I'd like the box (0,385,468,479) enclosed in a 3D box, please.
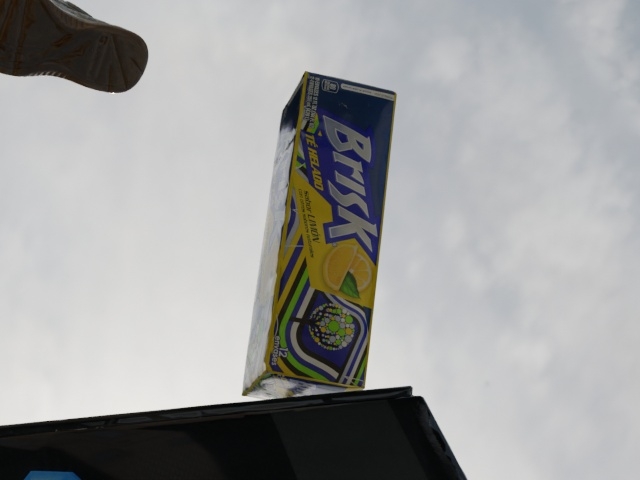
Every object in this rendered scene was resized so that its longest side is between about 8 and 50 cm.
[{"bbox_3d":[-0.032,0.115,0.266,0.220,0.175,0.051,-116,-154,-57],"label":"box"}]

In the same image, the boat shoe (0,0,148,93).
[{"bbox_3d":[-0.328,-0.237,1.615,0.089,0.285,0.104,33,-81,44],"label":"boat shoe"}]

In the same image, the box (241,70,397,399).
[{"bbox_3d":[0.000,0.000,0.759,0.059,0.054,0.169,130,-31,-65],"label":"box"}]
